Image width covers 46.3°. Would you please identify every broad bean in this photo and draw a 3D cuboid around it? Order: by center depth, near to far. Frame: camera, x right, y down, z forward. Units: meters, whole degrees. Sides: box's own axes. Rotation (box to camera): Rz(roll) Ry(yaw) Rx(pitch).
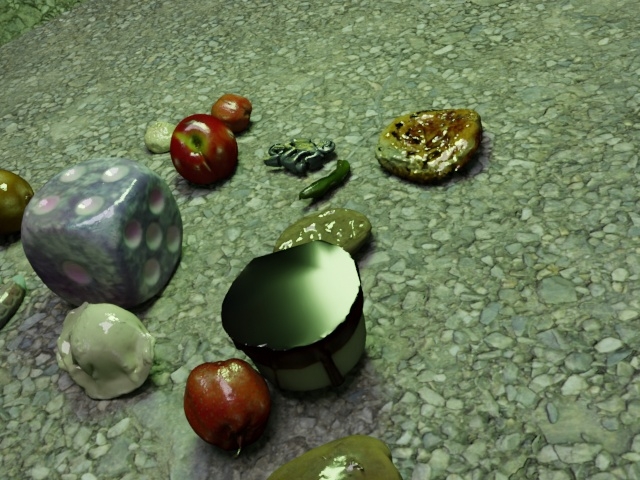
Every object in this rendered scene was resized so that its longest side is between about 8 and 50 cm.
[{"bbox_3d":[0.022,-0.153,1.906,0.061,0.046,0.195,3,36,39],"label":"broad bean"}]

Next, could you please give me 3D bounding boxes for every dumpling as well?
[{"bbox_3d":[-0.450,0.230,1.552,0.258,0.147,0.193,15,79,26],"label":"dumpling"}]

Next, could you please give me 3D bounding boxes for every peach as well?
[{"bbox_3d":[-0.320,-0.248,2.076,0.196,0.226,0.190,33,91,5],"label":"peach"}]

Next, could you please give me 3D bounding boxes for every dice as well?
[{"bbox_3d":[-0.501,-0.016,1.744,0.270,0.270,0.271,2,42,21],"label":"dice"}]

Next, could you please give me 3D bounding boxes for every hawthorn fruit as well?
[{"bbox_3d":[-0.162,0.307,1.339,0.157,0.157,0.194,-20,45,-5],"label":"hawthorn fruit"},{"bbox_3d":[-0.261,-0.379,2.224,0.128,0.128,0.128,-10,39,8],"label":"hawthorn fruit"}]

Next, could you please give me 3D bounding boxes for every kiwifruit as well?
[{"bbox_3d":[-0.893,-0.104,2.049,0.234,0.196,0.196,2,42,11],"label":"kiwifruit"}]

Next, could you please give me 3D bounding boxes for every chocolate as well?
[{"bbox_3d":[-0.035,0.162,1.440,0.284,0.186,0.283,-10,45,10],"label":"chocolate"}]

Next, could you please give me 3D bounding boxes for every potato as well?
[{"bbox_3d":[-0.001,0.417,1.162,0.296,0.141,0.192,-33,39,-17],"label":"potato"}]

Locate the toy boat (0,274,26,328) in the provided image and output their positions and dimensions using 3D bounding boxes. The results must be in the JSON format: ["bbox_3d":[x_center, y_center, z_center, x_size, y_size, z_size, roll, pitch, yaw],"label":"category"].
[{"bbox_3d":[-0.818,0.154,1.799,0.155,0.085,0.227,4,43,22],"label":"toy boat"}]

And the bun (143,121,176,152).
[{"bbox_3d":[-0.478,-0.317,2.256,0.115,0.069,0.115,-10,41,9],"label":"bun"}]

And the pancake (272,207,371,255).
[{"bbox_3d":[0.000,0.000,1.733,0.242,0.050,0.242,-12,30,7],"label":"pancake"}]

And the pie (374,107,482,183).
[{"bbox_3d":[0.274,-0.255,1.910,0.308,0.085,0.308,-10,40,9],"label":"pie"}]

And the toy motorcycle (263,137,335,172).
[{"bbox_3d":[-0.059,-0.225,2.010,0.193,0.061,0.124,-2,43,15],"label":"toy motorcycle"}]
